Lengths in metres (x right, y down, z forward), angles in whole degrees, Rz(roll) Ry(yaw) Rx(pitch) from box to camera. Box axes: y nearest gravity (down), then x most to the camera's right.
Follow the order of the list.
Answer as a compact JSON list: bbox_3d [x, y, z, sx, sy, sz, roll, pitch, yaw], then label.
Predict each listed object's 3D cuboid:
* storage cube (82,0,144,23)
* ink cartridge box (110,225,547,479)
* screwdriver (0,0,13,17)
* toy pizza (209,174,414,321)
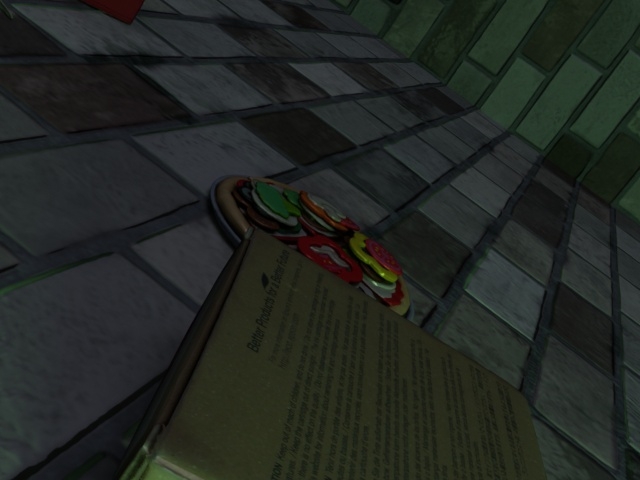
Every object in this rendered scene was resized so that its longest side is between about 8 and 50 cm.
[{"bbox_3d":[-0.264,-0.394,0.997,0.183,0.193,0.215,20,25,-36],"label":"storage cube"},{"bbox_3d":[0.011,0.110,0.420,0.193,0.088,0.235,31,20,-6],"label":"ink cartridge box"},{"bbox_3d":[-0.326,-0.257,0.841,0.170,0.024,0.025,49,-6,20],"label":"screwdriver"},{"bbox_3d":[0.000,0.000,0.745,0.201,0.032,0.201,31,20,-12],"label":"toy pizza"}]
